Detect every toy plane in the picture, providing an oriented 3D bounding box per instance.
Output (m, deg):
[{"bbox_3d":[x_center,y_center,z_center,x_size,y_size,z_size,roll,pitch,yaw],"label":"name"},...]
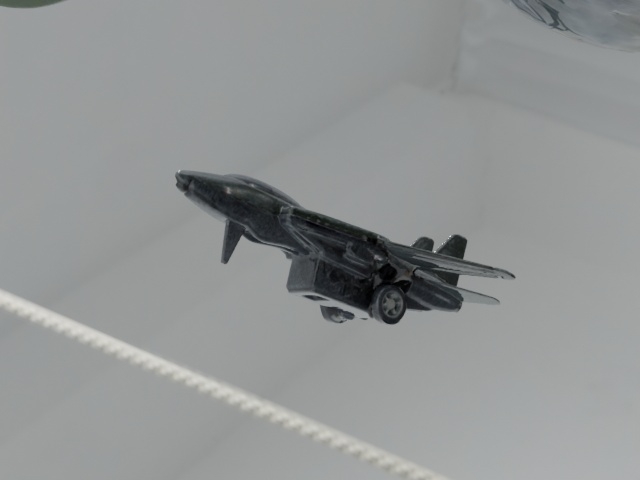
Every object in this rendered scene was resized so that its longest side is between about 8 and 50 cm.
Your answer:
[{"bbox_3d":[-0.002,0.011,1.146,0.267,0.212,0.088,16,-102,-34],"label":"toy plane"}]

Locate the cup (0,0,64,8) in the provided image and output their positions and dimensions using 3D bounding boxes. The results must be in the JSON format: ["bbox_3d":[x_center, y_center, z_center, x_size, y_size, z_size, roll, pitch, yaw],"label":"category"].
[{"bbox_3d":[-0.127,-0.183,0.709,0.141,0.120,0.120,-60,-22,-61],"label":"cup"}]

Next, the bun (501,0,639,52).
[{"bbox_3d":[0.155,-0.263,0.706,0.211,0.362,0.362,-22,-45,-13],"label":"bun"}]
